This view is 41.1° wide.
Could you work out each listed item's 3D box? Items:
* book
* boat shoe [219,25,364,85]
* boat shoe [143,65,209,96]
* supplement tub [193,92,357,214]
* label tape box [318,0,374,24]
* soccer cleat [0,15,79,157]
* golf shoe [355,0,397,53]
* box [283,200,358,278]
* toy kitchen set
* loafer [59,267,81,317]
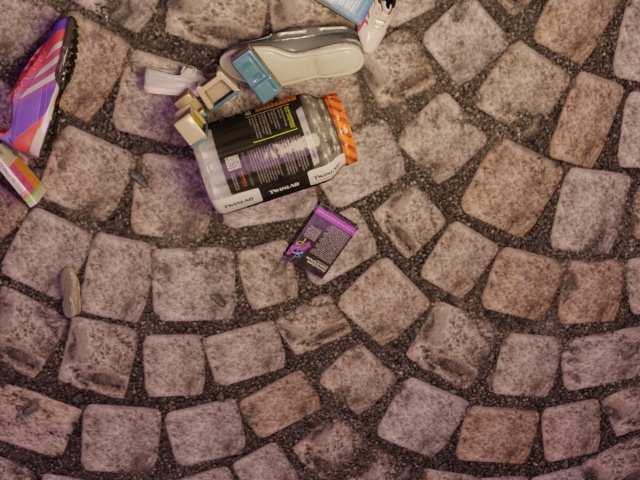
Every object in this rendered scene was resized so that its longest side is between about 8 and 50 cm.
[{"bbox_3d":[-0.673,-0.148,1.894,0.035,0.096,0.144,-32,110,4],"label":"book"},{"bbox_3d":[-0.064,-0.420,1.902,0.319,0.099,0.116,-3,146,5],"label":"boat shoe"},{"bbox_3d":[-0.301,-0.358,1.898,0.184,0.066,0.063,4,110,1],"label":"boat shoe"},{"bbox_3d":[-0.101,-0.200,1.899,0.338,0.207,0.207,-18,110,-1],"label":"supplement tub"},{"bbox_3d":[-0.004,-0.643,1.786,0.334,0.106,0.240,26,104,-23],"label":"label tape box"},{"bbox_3d":[-0.606,-0.339,1.837,0.116,0.108,0.318,19,108,-10],"label":"soccer cleat"},{"bbox_3d":[0.126,-0.504,1.892,0.067,0.086,0.186,10,109,-14],"label":"golf shoe"},{"bbox_3d":[0.000,0.000,2.078,0.116,0.029,0.162,32,100,-16],"label":"box"},{"bbox_3d":[-0.192,-0.287,1.806,0.207,0.166,0.122,-34,120,12],"label":"toy kitchen set"},{"bbox_3d":[-0.593,0.121,2.035,0.045,0.039,0.125,10,107,24],"label":"loafer"}]
